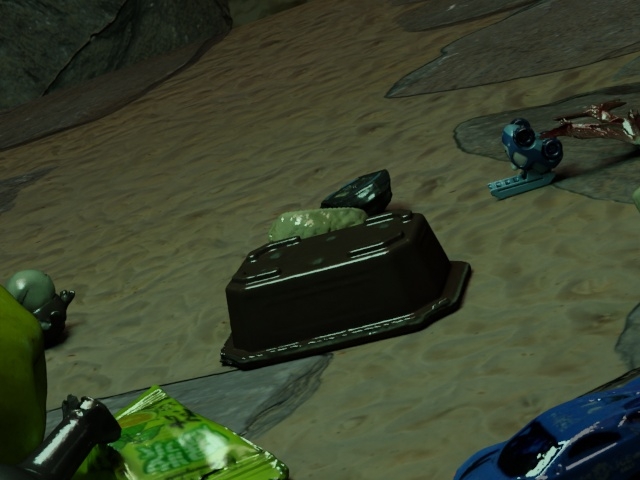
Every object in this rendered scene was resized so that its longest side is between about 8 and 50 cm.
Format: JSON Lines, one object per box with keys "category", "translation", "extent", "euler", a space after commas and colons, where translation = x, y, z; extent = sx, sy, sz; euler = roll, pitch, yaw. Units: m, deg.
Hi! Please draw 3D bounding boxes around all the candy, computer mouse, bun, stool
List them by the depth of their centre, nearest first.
{"category": "candy", "translation": [-0.146, 0.182, 1.518], "extent": [0.149, 0.069, 0.246], "euler": [-23, 17, -25]}
{"category": "bun", "translation": [0.000, 0.000, 1.967], "extent": [0.115, 0.069, 0.115], "euler": [-4, 1, 0]}
{"category": "stool", "translation": [-0.381, 0.088, 2.022], "extent": [0.217, 0.121, 0.125], "euler": [-27, 15, -11]}
{"category": "computer mouse", "translation": [0.044, -0.044, 2.107], "extent": [0.079, 0.047, 0.135], "euler": [-33, 11, -21]}

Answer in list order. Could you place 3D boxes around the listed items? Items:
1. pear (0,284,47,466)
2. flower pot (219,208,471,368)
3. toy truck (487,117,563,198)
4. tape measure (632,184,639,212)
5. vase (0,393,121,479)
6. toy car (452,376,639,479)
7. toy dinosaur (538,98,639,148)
{"category": "pear", "translation": [-0.396, 0.135, 1.615], "extent": [0.307, 0.253, 0.253], "euler": [-9, 16, -1]}
{"category": "flower pot", "translation": [0.014, 0.039, 1.790], "extent": [0.250, 0.084, 0.179], "euler": [-14, 17, 16]}
{"category": "toy truck", "translation": [0.226, -0.085, 2.016], "extent": [0.073, 0.090, 0.056], "euler": [25, 13, -8]}
{"category": "tape measure", "translation": [0.424, -0.093, 1.577], "extent": [0.271, 0.133, 0.231], "euler": [-27, -4, -37]}
{"category": "vase", "translation": [-0.227, 0.196, 1.415], "extent": [0.120, 0.120, 0.183], "euler": [-3, 40, 45]}
{"category": "toy car", "translation": [0.180, 0.149, 1.259], "extent": [0.216, 0.063, 0.103], "euler": [-21, 16, -7]}
{"category": "toy dinosaur", "translation": [0.332, -0.126, 2.013], "extent": [0.220, 0.032, 0.108], "euler": [-8, 33, -36]}
